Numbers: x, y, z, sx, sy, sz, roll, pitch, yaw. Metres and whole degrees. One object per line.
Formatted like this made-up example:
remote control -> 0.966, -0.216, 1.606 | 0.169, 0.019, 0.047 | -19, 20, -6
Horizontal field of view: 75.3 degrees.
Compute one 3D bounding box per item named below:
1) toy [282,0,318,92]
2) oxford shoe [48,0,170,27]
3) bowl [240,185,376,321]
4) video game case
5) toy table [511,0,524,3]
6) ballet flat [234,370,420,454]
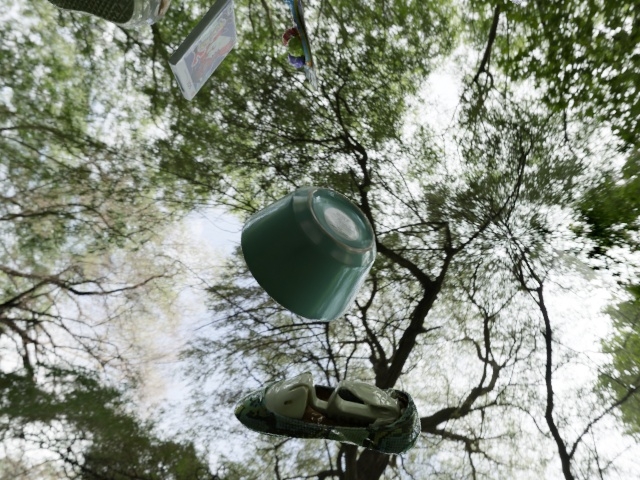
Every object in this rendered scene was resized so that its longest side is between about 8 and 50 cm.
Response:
toy -> -0.061, -0.486, 0.995 | 0.056, 0.237, 0.137 | -15, -139, -5
oxford shoe -> -0.503, -0.584, 0.915 | 0.449, 0.130, 0.169 | 30, -50, 19
bowl -> 0.000, 0.000, 0.909 | 0.311, 0.311, 0.163 | 53, -56, 15
video game case -> -0.262, -0.437, 0.952 | 0.023, 0.183, 0.201 | 35, -98, -4
toy table -> 0.357, -0.508, 0.615 | 0.161, 0.252, 0.274 | -9, -110, 47
ballet flat -> 0.005, 0.162, 0.415 | 0.188, 0.070, 0.070 | 5, -88, 6
